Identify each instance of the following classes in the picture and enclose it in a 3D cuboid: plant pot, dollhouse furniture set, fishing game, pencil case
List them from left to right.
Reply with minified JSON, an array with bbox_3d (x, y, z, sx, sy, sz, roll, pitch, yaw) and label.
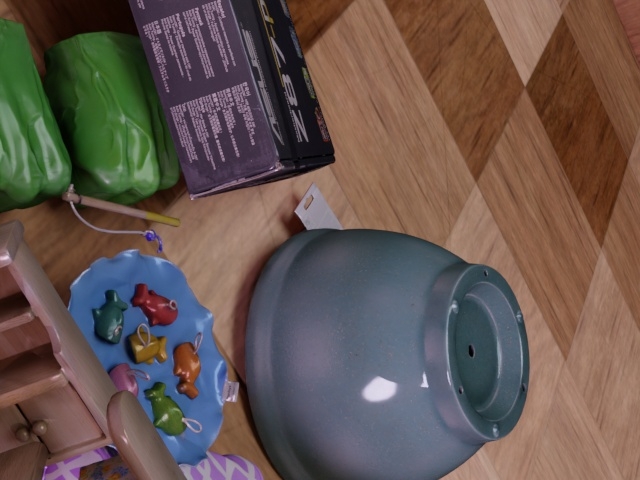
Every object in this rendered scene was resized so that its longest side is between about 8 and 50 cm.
[{"bbox_3d":[-0.206,0.126,0.694,0.242,0.212,0.161,-95,162,-60],"label":"dollhouse furniture set"},{"bbox_3d":[-0.131,0.204,0.961,0.206,0.088,0.086,19,63,-54],"label":"pencil case"},{"bbox_3d":[-0.123,0.093,0.918,0.189,0.041,0.264,21,56,-53],"label":"fishing game"},{"bbox_3d":[0.089,0.119,1.208,0.293,0.196,0.293,18,68,-51],"label":"plant pot"}]

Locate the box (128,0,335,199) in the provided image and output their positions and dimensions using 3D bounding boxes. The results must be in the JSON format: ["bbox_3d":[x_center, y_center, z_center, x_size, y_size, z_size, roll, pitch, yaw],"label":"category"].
[{"bbox_3d":[-0.105,-0.243,1.113,0.318,0.097,0.395,-25,98,-78],"label":"box"}]

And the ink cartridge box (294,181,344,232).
[{"bbox_3d":[0.000,0.000,1.315,0.115,0.029,0.063,58,36,-21],"label":"ink cartridge box"}]

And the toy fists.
[{"bbox_3d":[-0.220,-0.090,0.959,0.279,0.096,0.142,-4,72,-56],"label":"toy fists"}]
